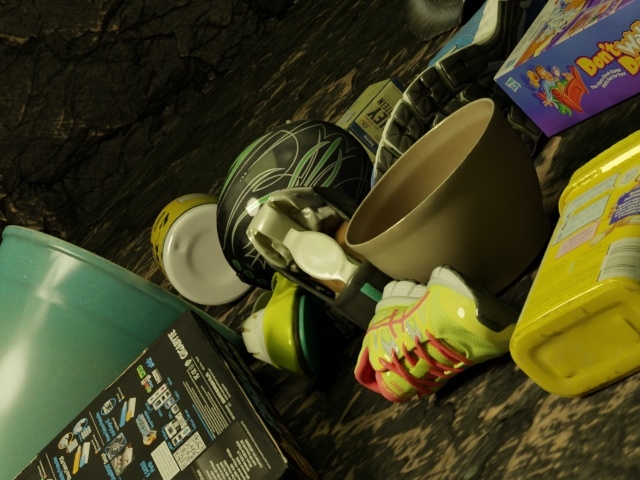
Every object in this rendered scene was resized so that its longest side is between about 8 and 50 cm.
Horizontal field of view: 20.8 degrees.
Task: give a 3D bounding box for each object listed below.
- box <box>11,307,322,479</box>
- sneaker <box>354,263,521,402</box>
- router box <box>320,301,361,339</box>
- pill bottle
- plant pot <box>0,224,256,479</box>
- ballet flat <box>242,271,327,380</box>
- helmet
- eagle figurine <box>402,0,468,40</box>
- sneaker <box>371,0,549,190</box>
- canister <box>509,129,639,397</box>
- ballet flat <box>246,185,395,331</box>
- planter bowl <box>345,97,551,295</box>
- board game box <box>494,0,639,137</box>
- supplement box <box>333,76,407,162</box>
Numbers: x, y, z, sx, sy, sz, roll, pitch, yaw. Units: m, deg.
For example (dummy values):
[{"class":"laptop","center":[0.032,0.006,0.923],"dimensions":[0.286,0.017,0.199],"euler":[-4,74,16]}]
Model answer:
[{"class":"box","center":[-0.152,0.228,1.394],"dimensions":[0.293,0.073,0.295],"euler":[-46,29,2]},{"class":"sneaker","center":[0.083,0.080,1.284],"dimensions":[0.094,0.081,0.208],"euler":[-57,9,-15]},{"class":"router box","center":[0.054,0.025,1.600],"dimensions":[0.092,0.038,0.122],"euler":[-40,14,28]},{"class":"pill bottle","center":[-0.141,0.006,2.084],"dimensions":[0.119,0.119,0.208],"euler":[-47,13,-3]},{"class":"plant pot","center":[-0.237,0.160,1.647],"dimensions":[0.255,0.271,0.271],"euler":[-63,17,-11]},{"class":"ballet flat","center":[-0.032,0.076,1.609],"dimensions":[0.077,0.077,0.231],"euler":[-11,17,11]},{"class":"helmet","center":[-0.024,-0.037,1.762],"dimensions":[0.169,0.169,0.161],"euler":[-54,-1,-31]},{"class":"eagle figurine","center":[0.186,-0.382,2.200],"dimensions":[0.226,0.225,0.298],"euler":[-1,-9,13]},{"class":"sneaker","center":[0.149,-0.127,1.641],"dimensions":[0.330,0.129,0.147],"euler":[-52,-2,-29]},{"class":"canister","center":[0.196,0.011,1.128],"dimensions":[0.126,0.073,0.170],"euler":[-34,19,42]},{"class":"ballet flat","center":[0.000,0.000,1.526],"dimensions":[0.095,0.096,0.280],"euler":[-61,33,1]},{"class":"planter bowl","center":[0.114,-0.019,1.388],"dimensions":[0.162,0.109,0.162],"euler":[-43,14,13]},{"class":"board game box","center":[0.325,-0.265,1.548],"dimensions":[0.233,0.078,0.347],"euler":[-26,23,55]},{"class":"supplement box","center":[0.064,-0.137,2.018],"dimensions":[0.083,0.056,0.083],"euler":[-49,13,-15]}]
